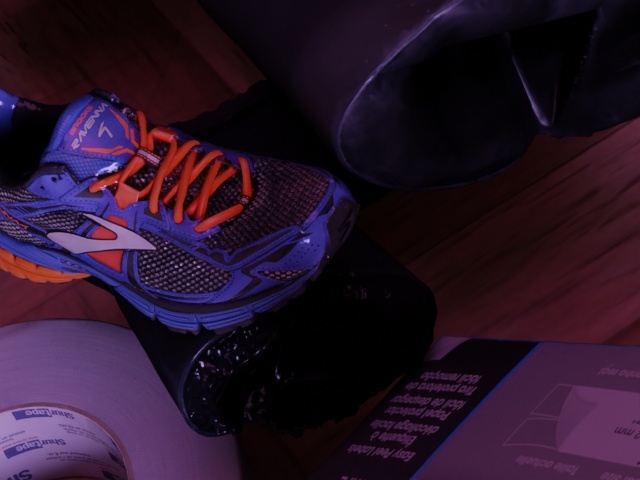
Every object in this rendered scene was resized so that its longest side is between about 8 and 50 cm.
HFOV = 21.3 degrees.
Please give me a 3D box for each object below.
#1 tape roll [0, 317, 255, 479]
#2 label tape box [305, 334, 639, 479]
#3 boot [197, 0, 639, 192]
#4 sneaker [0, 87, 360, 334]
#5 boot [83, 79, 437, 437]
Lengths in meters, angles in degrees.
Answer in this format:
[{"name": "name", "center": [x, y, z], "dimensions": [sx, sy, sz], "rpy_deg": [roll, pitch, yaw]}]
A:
[{"name": "tape roll", "center": [-0.138, 0.147, 0.831], "dimensions": [0.219, 0.072, 0.219], "rpy_deg": [-7, 52, 9]}, {"name": "label tape box", "center": [0.033, 0.191, 0.656], "dimensions": [0.347, 0.115, 0.249], "rpy_deg": [-43, 18, -22]}, {"name": "boot", "center": [-0.068, -0.147, 0.905], "dimensions": [0.367, 0.146, 0.445], "rpy_deg": [-32, 47, -11]}, {"name": "sneaker", "center": [-0.083, -0.020, 0.745], "dimensions": [0.221, 0.087, 0.083], "rpy_deg": [6, 50, 33]}, {"name": "boot", "center": [0.000, 0.000, 0.854], "dimensions": [0.246, 0.094, 0.207], "rpy_deg": [-19, 36, -27]}]
